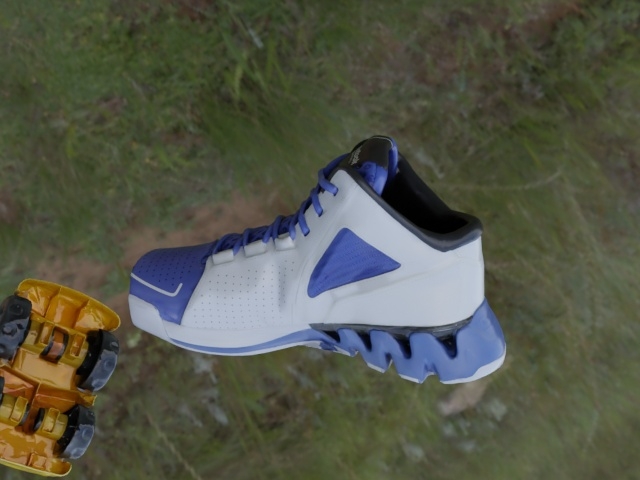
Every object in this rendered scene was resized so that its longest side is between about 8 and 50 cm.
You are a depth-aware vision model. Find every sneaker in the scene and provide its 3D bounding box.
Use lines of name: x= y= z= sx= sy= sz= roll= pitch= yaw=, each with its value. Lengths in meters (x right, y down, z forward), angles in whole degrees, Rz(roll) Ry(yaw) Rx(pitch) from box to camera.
sneaker: x=0.001 y=0.000 z=0.892 sx=0.127 sy=0.316 sz=0.182 roll=-49 pitch=141 yaw=-63

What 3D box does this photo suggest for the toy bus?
toy bus: x=-0.370 y=0.182 z=1.327 sx=0.149 sy=0.220 sz=0.211 roll=27 pitch=150 yaw=-27
